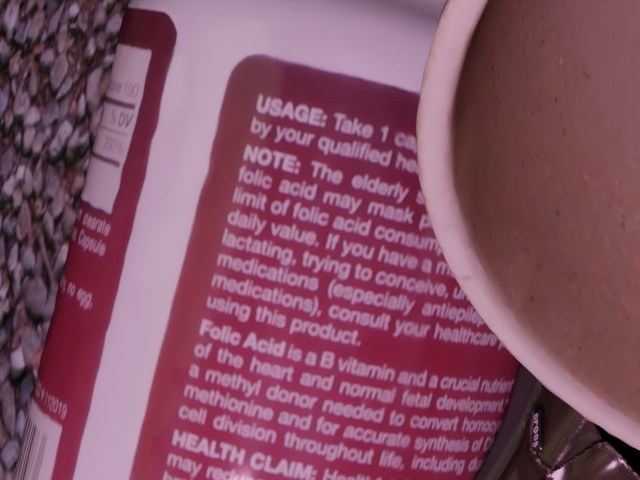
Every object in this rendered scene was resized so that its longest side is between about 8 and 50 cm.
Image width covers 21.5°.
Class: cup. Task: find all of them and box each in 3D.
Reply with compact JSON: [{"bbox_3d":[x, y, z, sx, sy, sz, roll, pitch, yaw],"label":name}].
[{"bbox_3d":[0.206,-0.093,0.431,0.331,0.331,0.237,-35,33,48],"label":"cup"}]

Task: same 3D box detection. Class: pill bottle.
[{"bbox_3d":[0.000,0.000,0.775,0.224,0.224,0.392,23,100,58],"label":"pill bottle"}]

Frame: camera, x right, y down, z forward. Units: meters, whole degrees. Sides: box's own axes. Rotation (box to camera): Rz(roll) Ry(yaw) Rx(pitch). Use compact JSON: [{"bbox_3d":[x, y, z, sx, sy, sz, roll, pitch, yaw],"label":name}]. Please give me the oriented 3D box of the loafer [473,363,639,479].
[{"bbox_3d":[0.113,0.104,0.696,0.078,0.080,0.220,14,92,59],"label":"loafer"}]
